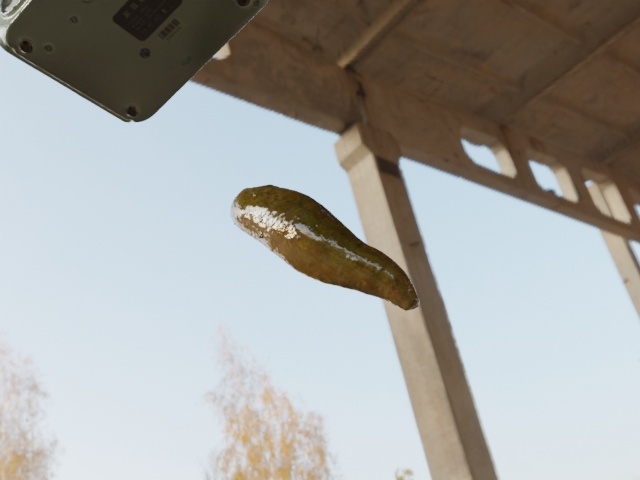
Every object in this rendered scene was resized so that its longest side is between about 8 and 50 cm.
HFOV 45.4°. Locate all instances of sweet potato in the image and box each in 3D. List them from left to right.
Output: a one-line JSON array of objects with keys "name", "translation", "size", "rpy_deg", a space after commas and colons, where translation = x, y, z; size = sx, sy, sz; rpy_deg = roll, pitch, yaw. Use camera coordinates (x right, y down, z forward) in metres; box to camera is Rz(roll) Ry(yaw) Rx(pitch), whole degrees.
[{"name": "sweet potato", "translation": [0.000, 0.000, 0.799], "size": [0.077, 0.244, 0.077], "rpy_deg": [-34, -41, -37]}]

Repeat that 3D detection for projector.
[{"name": "projector", "translation": [-0.209, -0.271, 0.852], "size": [0.250, 0.108, 0.198], "rpy_deg": [-37, -43, 22]}]
